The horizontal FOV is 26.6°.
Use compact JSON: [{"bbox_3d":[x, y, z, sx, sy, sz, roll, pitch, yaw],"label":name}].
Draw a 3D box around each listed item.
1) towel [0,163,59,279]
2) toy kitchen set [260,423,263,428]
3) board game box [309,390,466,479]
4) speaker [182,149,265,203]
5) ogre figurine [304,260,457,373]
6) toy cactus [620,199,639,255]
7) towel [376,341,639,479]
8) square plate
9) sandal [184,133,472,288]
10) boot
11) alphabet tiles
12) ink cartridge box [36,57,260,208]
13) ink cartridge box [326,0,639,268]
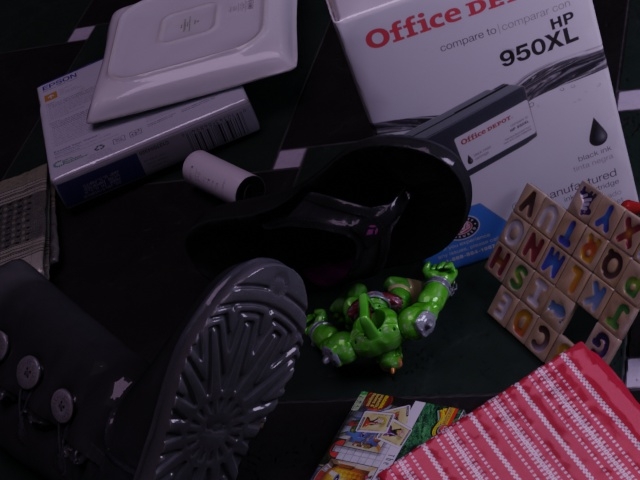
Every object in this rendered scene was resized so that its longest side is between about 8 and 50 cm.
[{"bbox_3d":[-0.539,0.032,2.035,0.324,0.056,0.312,-22,35,6],"label":"towel"},{"bbox_3d":[-0.124,0.222,1.598,0.083,0.075,0.068,2,25,-39],"label":"toy kitchen set"},{"bbox_3d":[0.048,0.274,1.450,0.136,0.030,0.260,8,47,31],"label":"board game box"},{"bbox_3d":[-0.140,-0.087,1.957,0.055,0.055,0.136,-41,40,-22],"label":"speaker"},{"bbox_3d":[0.066,0.094,1.604,0.197,0.097,0.118,-3,29,7],"label":"ogre figurine"},{"bbox_3d":[0.419,0.018,1.522,0.180,0.112,0.219,-3,32,9],"label":"toy cactus"},{"bbox_3d":[0.220,0.239,1.377,0.275,0.031,0.199,-31,52,-8],"label":"towel"},{"bbox_3d":[-0.205,-0.335,2.193,0.344,0.049,0.347,-14,36,10],"label":"square plate"},{"bbox_3d":[0.000,0.002,1.641,0.445,0.167,0.107,-21,29,42],"label":"sandal"},{"bbox_3d":[-0.243,0.124,1.581,0.445,0.146,0.367,28,94,47],"label":"boot"},{"bbox_3d":[0.275,0.035,1.528,0.237,0.009,0.198,45,115,50],"label":"alphabet tiles"},{"bbox_3d":[-0.285,-0.212,2.173,0.324,0.071,0.330,-23,34,-1],"label":"ink cartridge box"},{"bbox_3d":[0.193,-0.185,1.625,0.285,0.395,0.166,-19,37,6],"label":"ink cartridge box"}]
